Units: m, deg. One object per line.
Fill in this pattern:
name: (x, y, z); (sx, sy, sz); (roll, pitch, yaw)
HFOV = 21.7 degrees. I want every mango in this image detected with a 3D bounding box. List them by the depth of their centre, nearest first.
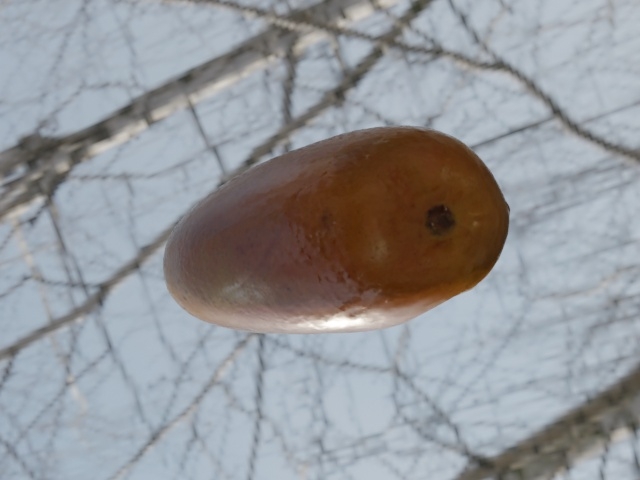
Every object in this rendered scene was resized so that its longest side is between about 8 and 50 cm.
mango: (-0.003, -0.005, 0.930); (0.102, 0.217, 0.141); (58, -140, -20)
